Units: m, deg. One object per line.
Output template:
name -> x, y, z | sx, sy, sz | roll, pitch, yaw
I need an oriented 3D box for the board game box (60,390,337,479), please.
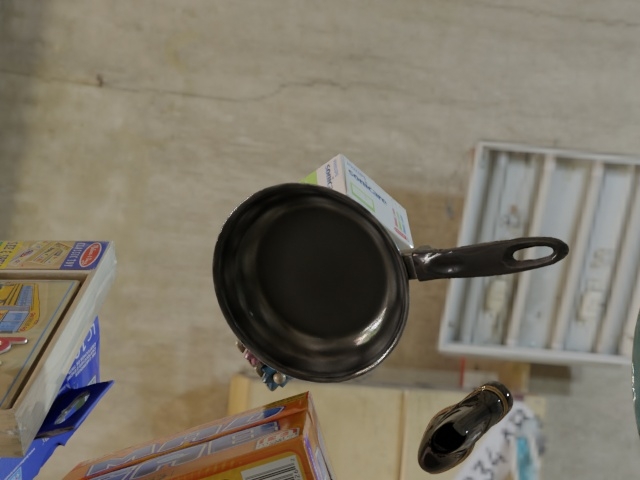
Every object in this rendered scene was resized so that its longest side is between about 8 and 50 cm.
board game box -> -0.132, 0.437, 1.384 | 0.356, 0.357, 0.356 | -17, 1, 0

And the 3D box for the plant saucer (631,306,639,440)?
plant saucer -> 0.490, 0.189, 1.388 | 0.043, 0.318, 0.317 | -8, -14, 42

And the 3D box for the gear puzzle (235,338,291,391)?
gear puzzle -> 0.004, 0.113, 1.894 | 0.044, 0.339, 0.175 | 27, -23, 40

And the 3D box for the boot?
boot -> 0.170, 0.282, 1.511 | 0.077, 0.198, 0.137 | 44, 37, 16

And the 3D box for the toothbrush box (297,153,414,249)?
toothbrush box -> 0.000, 0.000, 2.035 | 0.283, 0.122, 0.206 | -34, -51, 23

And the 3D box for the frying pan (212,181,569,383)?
frying pan -> 0.039, 0.006, 0.974 | 0.326, 0.197, 0.053 | -35, 3, 28

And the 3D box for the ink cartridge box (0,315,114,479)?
ink cartridge box -> -0.446, 0.180, 1.298 | 0.395, 0.151, 0.270 | 13, 30, 13

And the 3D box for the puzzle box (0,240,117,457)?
puzzle box -> -0.400, 0.101, 1.188 | 0.272, 0.052, 0.409 | 0, 23, 2
